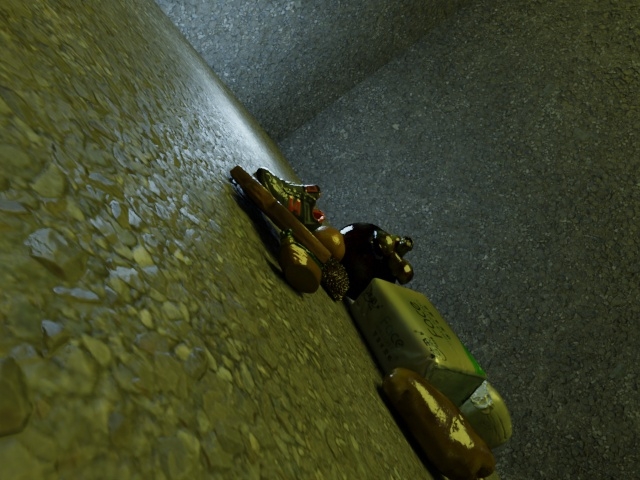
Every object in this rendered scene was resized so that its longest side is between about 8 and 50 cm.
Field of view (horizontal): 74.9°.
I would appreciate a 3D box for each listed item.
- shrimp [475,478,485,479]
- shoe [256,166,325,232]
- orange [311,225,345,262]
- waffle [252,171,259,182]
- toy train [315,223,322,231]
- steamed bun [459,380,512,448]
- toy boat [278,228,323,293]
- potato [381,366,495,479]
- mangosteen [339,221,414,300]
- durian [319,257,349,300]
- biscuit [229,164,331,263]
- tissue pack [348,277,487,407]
[{"bbox_3d":[0.574,0.879,1.549,0.150,0.068,0.248,72,-8,-64],"label":"shrimp"},{"bbox_3d":[-0.083,-0.155,1.499,0.336,0.171,0.132,52,7,-36],"label":"shoe"},{"bbox_3d":[0.018,0.018,1.482,0.156,0.134,0.156,34,-22,16],"label":"orange"},{"bbox_3d":[-0.199,-0.198,1.542,0.097,0.023,0.153,55,4,10],"label":"waffle"},{"bbox_3d":[0.000,0.000,1.738,0.248,0.101,0.159,48,22,-45],"label":"toy train"},{"bbox_3d":[0.604,0.725,1.734,0.312,0.233,0.334,67,-18,-4],"label":"steamed bun"},{"bbox_3d":[-0.043,0.061,0.985,0.229,0.089,0.088,60,20,-52],"label":"toy boat"},{"bbox_3d":[0.305,0.496,1.130,0.369,0.176,0.195,48,48,1],"label":"potato"},{"bbox_3d":[0.184,0.081,1.637,0.330,0.330,0.330,54,6,-8],"label":"mangosteen"},{"bbox_3d":[0.040,0.112,1.384,0.188,0.091,0.148,46,10,-46],"label":"durian"},{"bbox_3d":[-0.107,-0.062,1.109,0.355,0.052,0.275,44,-1,24],"label":"biscuit"},{"bbox_3d":[0.330,0.353,1.456,0.332,0.205,0.405,20,24,-37],"label":"tissue pack"}]
